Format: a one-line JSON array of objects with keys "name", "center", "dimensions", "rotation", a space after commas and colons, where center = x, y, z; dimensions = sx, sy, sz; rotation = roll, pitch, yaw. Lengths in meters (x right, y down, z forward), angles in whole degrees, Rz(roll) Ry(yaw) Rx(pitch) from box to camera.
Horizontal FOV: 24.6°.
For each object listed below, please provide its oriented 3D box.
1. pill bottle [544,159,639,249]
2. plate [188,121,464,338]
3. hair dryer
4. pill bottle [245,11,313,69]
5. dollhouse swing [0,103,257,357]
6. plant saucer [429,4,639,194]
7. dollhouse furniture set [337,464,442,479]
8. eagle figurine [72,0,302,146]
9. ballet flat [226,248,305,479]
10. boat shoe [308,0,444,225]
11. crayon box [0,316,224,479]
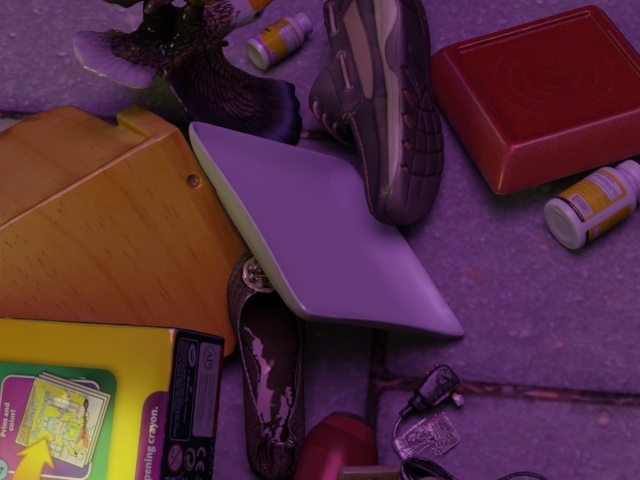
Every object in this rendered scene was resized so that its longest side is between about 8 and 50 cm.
[{"name": "pill bottle", "center": [0.318, -0.044, 1.672], "dimensions": [0.116, 0.065, 0.065], "rotation": [-30, 60, -18]}, {"name": "plate", "center": [0.000, 0.000, 1.581], "dimensions": [0.277, 0.045, 0.278], "rotation": [10, 39, -49]}, {"name": "hair dryer", "center": [0.076, 0.258, 1.467], "dimensions": [0.294, 0.080, 0.223], "rotation": [-29, 60, -16]}, {"name": "pill bottle", "center": [-0.050, -0.252, 1.838], "dimensions": [0.083, 0.043, 0.043], "rotation": [-36, 62, -21]}, {"name": "dollhouse swing", "center": [-0.306, 0.036, 1.643], "dimensions": [0.347, 0.305, 0.315], "rotation": [-33, 102, -19]}, {"name": "plant saucer", "center": [0.279, -0.184, 1.751], "dimensions": [0.259, 0.047, 0.258], "rotation": [-16, 46, -10]}, {"name": "dollhouse furniture set", "center": [0.092, 0.300, 1.335], "dimensions": [0.144, 0.123, 0.151], "rotation": [0, 38, -13]}, {"name": "eagle figurine", "center": [-0.143, -0.216, 1.675], "dimensions": [0.225, 0.298, 0.226], "rotation": [0, 61, 5]}, {"name": "ballet flat", "center": [-0.052, 0.125, 1.527], "dimensions": [0.084, 0.058, 0.249], "rotation": [0, 75, -9]}, {"name": "boat shoe", "center": [0.063, -0.163, 1.743], "dimensions": [0.130, 0.132, 0.355], "rotation": [-16, 53, 22]}, {"name": "crayon box", "center": [-0.262, 0.254, 1.331], "dimensions": [0.313, 0.106, 0.362], "rotation": [2, 82, 25]}]
